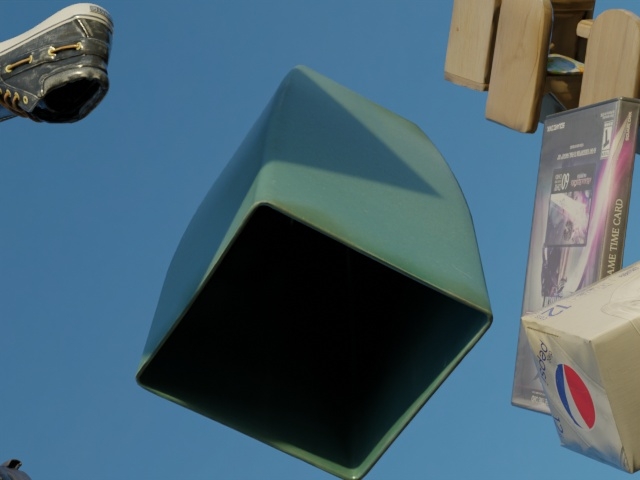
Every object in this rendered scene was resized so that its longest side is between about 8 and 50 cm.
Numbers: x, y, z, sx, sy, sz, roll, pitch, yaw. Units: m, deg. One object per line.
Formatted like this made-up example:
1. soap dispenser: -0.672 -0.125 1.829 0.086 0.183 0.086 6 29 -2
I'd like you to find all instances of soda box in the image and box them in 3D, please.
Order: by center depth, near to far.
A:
1. soda box: 0.280 0.042 1.111 0.286 0.091 0.098 -23 -76 -18

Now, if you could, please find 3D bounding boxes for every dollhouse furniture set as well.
1. dollhouse furniture set: 0.328 -0.252 1.780 0.362 0.394 0.257 -6 -70 -35

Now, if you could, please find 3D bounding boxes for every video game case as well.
1. video game case: 0.222 0.018 1.507 0.026 0.196 0.274 8 -92 -11

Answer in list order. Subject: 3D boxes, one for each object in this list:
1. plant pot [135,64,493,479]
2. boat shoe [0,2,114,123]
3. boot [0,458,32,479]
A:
1. plant pot: 0.000 0.000 1.138 0.165 0.234 0.165 27 -57 -15
2. boat shoe: -0.251 -0.128 1.457 0.065 0.183 0.083 32 -139 -39
3. boot: -0.327 0.309 1.699 0.091 0.263 0.229 -26 -32 15
